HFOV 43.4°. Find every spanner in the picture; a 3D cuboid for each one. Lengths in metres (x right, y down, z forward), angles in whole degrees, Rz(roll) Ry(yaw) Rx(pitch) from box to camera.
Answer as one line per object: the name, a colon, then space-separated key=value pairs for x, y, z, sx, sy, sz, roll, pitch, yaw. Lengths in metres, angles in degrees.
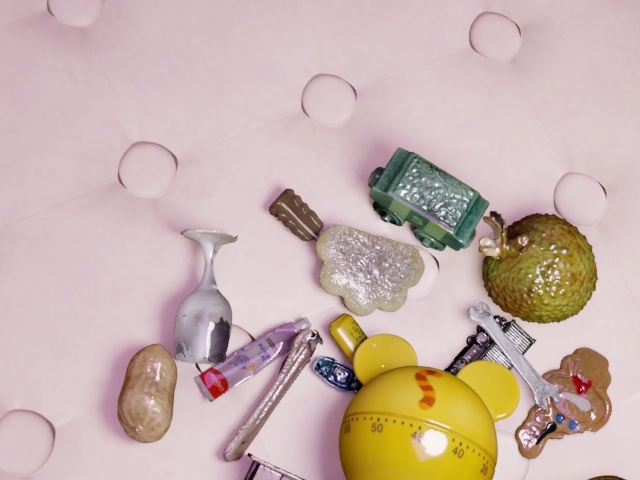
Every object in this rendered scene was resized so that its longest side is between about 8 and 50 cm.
spanner: x=0.457 y=0.269 z=1.899 sx=0.071 sy=0.017 sz=0.302 roll=-35 pitch=82 yaw=-15

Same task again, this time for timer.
timer: x=0.223 y=0.405 z=1.743 sx=0.376 sy=0.376 sz=0.386 roll=20 pitch=59 yaw=-1

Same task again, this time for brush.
brush: x=0.000 y=0.000 z=1.985 sx=0.301 sy=0.071 sz=0.084 roll=45 pitch=92 yaw=-4

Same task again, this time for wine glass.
wine glass: x=-0.270 y=0.130 z=1.883 sx=0.143 sy=0.143 sz=0.321 roll=2 pitch=79 yaw=-5

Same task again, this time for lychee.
lychee: x=0.514 y=0.065 z=1.899 sx=0.270 sy=0.320 sz=0.269 roll=-9 pitch=72 yaw=28

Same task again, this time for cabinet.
cabinet: x=-0.101 y=0.597 z=1.784 sx=0.215 sy=0.148 sz=0.174 roll=26 pitch=75 yaw=-3

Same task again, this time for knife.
knife: x=-0.117 y=0.359 z=1.880 sx=0.043 sy=0.089 sz=0.365 roll=23 pitch=73 yaw=45

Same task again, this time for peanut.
peanut: x=-0.392 y=0.345 z=1.823 sx=0.129 sy=0.129 sz=0.224 roll=4 pitch=74 yaw=-5

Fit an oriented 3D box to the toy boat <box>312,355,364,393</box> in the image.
toy boat: x=0.047 y=0.321 z=1.907 sx=0.137 sy=0.061 sz=0.060 roll=33 pitch=76 yaw=1

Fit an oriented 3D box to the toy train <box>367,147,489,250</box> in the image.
toy train: x=0.255 y=-0.095 z=1.938 sx=0.299 sy=0.238 sz=0.166 roll=31 pitch=79 yaw=3

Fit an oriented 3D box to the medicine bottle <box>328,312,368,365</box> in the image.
medicine bottle: x=0.115 y=0.292 z=1.913 sx=0.064 sy=0.095 sz=0.260 roll=-37 pitch=89 yaw=24

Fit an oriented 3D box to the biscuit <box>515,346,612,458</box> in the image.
biscuit: x=0.596 y=0.404 z=1.955 sx=0.320 sy=0.047 sz=0.183 roll=-35 pitch=80 yaw=-11

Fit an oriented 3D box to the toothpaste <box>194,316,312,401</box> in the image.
toothpaste: x=-0.152 y=0.274 z=1.907 sx=0.301 sy=0.048 sz=0.075 roll=-33 pitch=86 yaw=-10

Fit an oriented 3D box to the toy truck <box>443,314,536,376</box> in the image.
toy truck: x=0.384 y=0.296 z=1.936 sx=0.121 sy=0.088 sz=0.259 roll=44 pitch=75 yaw=5

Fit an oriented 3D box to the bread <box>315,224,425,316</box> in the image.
bread: x=0.117 y=0.083 z=1.951 sx=0.287 sy=0.056 sz=0.207 roll=13 pitch=80 yaw=-14

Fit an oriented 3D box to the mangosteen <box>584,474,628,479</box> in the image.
mangosteen: x=0.594 y=0.707 z=1.740 sx=0.381 sy=0.421 sz=0.380 roll=2 pitch=94 yaw=31
